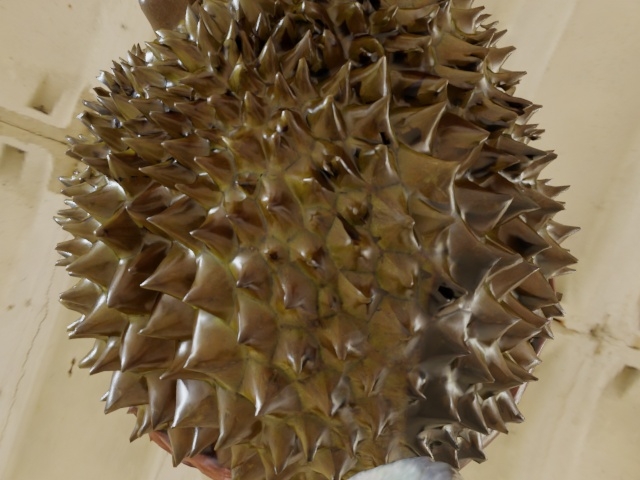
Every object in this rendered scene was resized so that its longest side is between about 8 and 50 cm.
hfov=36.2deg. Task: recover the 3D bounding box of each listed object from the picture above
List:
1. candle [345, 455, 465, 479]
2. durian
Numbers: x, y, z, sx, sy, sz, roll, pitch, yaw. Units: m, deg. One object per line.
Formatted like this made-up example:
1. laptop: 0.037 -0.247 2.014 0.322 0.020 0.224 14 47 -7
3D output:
1. candle: -0.012 0.138 0.257 0.192 0.168 0.068 -33 -83 -23
2. durian: 0.003 -0.004 0.630 0.347 0.347 0.384 -39 -58 -3
